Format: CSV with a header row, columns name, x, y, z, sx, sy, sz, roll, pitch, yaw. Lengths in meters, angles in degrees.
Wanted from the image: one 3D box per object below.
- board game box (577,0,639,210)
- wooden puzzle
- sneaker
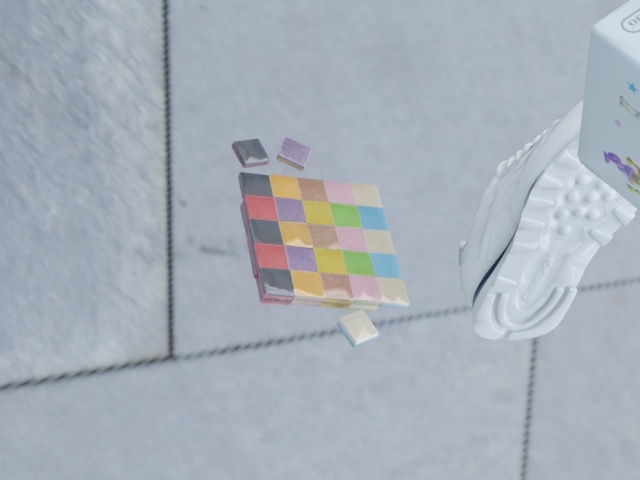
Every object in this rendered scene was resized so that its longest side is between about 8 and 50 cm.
name,x,y,z,sx,sy,sz,roll,pitch,yaw
board game box,0.283,-0.022,0.645,0.224,0.303,0.097,-35,150,-18
wooden puzzle,0.000,0.000,0.542,0.049,0.083,0.006,5,139,-23
sneaker,0.159,-0.037,1.172,0.090,0.095,0.235,13,131,-24
